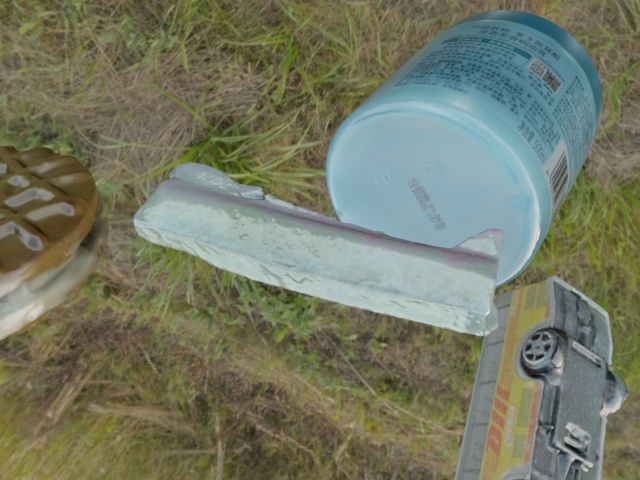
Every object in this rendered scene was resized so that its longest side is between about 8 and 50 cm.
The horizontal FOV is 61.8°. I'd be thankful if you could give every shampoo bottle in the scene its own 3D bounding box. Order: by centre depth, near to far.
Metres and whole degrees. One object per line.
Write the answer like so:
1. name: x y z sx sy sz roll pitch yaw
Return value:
1. shampoo bottle: 0.227 -0.139 0.836 0.331 0.342 0.331 23 138 23

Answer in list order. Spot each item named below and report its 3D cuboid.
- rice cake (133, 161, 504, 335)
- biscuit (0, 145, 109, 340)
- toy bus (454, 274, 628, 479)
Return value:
1. rice cake: -0.002 0.002 0.415 0.290 0.081 0.051 13 159 11
2. biscuit: -0.408 0.002 0.606 0.332 0.332 0.103 4 129 11
3. toy bus: 0.169 0.161 0.430 0.092 0.268 0.106 31 150 -16
